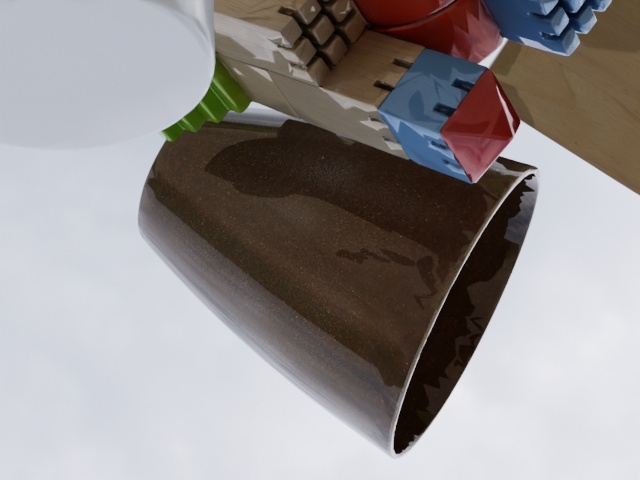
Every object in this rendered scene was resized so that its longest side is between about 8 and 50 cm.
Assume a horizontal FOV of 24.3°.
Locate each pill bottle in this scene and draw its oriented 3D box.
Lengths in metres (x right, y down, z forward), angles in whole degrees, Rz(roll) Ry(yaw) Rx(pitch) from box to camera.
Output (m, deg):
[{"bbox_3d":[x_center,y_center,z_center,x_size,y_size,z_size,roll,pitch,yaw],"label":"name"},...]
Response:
[{"bbox_3d":[-0.090,-0.144,0.516,0.119,0.119,0.208,-4,-117,-3],"label":"pill bottle"}]

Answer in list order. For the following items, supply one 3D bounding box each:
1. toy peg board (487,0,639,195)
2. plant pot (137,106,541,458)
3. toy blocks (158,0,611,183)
[{"bbox_3d":[0.231,-0.148,1.173,0.161,0.079,0.160,32,-77,-5],"label":"toy peg board"},{"bbox_3d":[0.000,0.000,1.016,0.230,0.215,0.215,27,-114,16],"label":"plant pot"},{"bbox_3d":[0.077,-0.198,0.889,0.261,0.191,0.381,24,-110,43],"label":"toy blocks"}]
